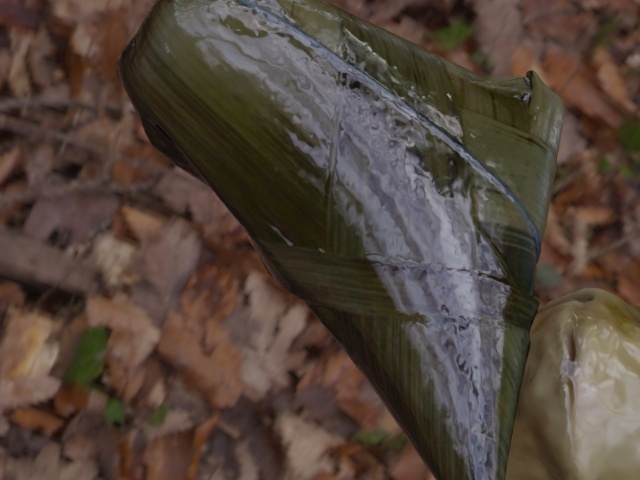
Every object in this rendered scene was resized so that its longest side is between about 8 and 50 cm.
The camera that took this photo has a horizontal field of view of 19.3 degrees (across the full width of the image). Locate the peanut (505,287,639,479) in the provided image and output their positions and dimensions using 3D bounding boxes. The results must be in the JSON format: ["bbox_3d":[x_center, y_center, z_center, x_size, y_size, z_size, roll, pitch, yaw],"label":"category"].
[{"bbox_3d":[0.176,0.129,1.125,0.158,0.340,0.174,38,100,15],"label":"peanut"}]

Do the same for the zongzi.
[{"bbox_3d":[0.000,0.000,0.860,0.221,0.112,0.242,24,53,-17],"label":"zongzi"}]
